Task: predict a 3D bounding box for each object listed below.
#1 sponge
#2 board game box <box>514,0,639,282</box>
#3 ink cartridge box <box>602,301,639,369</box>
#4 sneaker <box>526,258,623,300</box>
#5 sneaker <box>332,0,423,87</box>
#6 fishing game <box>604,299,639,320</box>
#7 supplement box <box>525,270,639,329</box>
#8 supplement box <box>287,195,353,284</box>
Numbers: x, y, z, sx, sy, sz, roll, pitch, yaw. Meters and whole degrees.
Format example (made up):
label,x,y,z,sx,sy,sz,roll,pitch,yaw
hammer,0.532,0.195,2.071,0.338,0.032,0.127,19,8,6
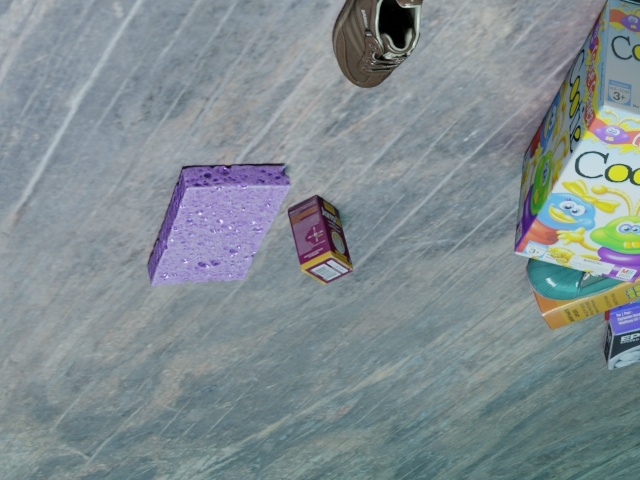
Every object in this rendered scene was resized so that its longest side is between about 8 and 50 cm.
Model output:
label,x,y,z,sx,sy,sz,roll,pitch,yaw
sponge,-0.118,-0.015,1.389,0.117,0.031,0.210,-2,150,-21
board game box,0.313,-0.095,1.278,0.144,0.142,0.275,13,148,-2
ink cartridge box,0.551,0.125,1.936,0.206,0.045,0.208,-15,151,2
sneaker,0.399,-0.013,1.523,0.302,0.108,0.121,-22,172,-1
sneaker,0.053,-0.184,1.113,0.066,0.071,0.188,-9,151,-10
fishing game,0.542,0.049,1.801,0.264,0.041,0.189,-10,145,4
supplement box,0.406,0.042,1.683,0.233,0.080,0.078,-23,153,13
supplement box,0.000,0.000,1.413,0.043,0.083,0.055,-27,150,21
